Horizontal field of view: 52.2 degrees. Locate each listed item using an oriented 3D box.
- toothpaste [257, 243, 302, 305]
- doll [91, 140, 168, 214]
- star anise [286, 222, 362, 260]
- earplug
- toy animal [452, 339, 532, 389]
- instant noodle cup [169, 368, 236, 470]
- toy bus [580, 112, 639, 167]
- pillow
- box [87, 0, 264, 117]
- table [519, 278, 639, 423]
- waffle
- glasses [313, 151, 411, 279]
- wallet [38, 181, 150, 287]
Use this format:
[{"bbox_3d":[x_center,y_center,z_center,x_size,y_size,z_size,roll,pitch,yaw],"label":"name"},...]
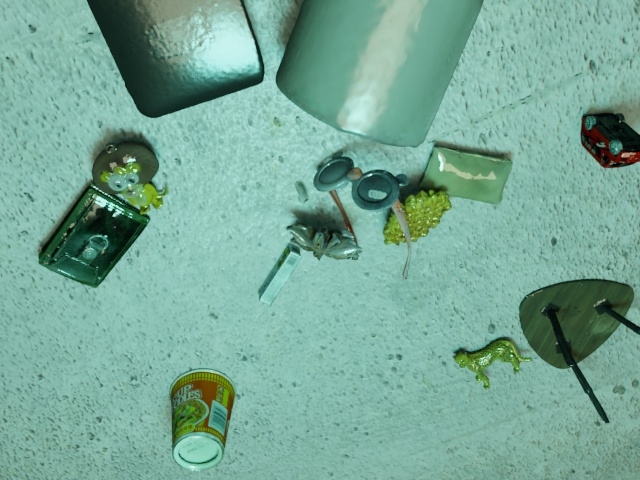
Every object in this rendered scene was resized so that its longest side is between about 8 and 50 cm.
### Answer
[{"bbox_3d":[-0.100,0.084,1.601,0.034,0.046,0.164,24,115,-21],"label":"toothpaste"},{"bbox_3d":[-0.401,-0.137,1.413,0.145,0.096,0.188,-36,128,23],"label":"doll"},{"bbox_3d":[0.000,0.000,1.518,0.195,0.182,0.065,23,73,-32],"label":"star anise"},{"bbox_3d":[0.125,-0.411,1.190,0.312,0.313,0.394,16,115,-15],"label":"earplug"},{"bbox_3d":[0.473,0.322,1.796,0.181,0.073,0.136,-30,112,15],"label":"toy animal"},{"bbox_3d":[-0.313,0.479,1.714,0.193,0.212,0.193,-3,121,-5],"label":"instant noodle cup"},{"bbox_3d":[0.640,-0.209,1.424,0.081,0.195,0.089,-6,124,-3],"label":"toy bus"},{"bbox_3d":[0.341,-0.149,1.509,0.208,0.053,0.119,9,117,-8],"label":"pillow"},{"bbox_3d":[-0.274,-0.408,1.275,0.288,0.073,0.290,-17,121,4],"label":"box"},{"bbox_3d":[0.686,0.275,1.685,0.317,0.249,0.317,-3,121,-5],"label":"table"},{"bbox_3d":[0.223,-0.054,1.513,0.191,0.038,0.191,-21,151,-12],"label":"waffle"},{"bbox_3d":[0.115,-0.060,1.464,0.118,0.234,0.268,-49,137,-18],"label":"glasses"},{"bbox_3d":[-0.520,-0.003,1.500,0.160,0.055,0.236,32,112,-30],"label":"wallet"}]
